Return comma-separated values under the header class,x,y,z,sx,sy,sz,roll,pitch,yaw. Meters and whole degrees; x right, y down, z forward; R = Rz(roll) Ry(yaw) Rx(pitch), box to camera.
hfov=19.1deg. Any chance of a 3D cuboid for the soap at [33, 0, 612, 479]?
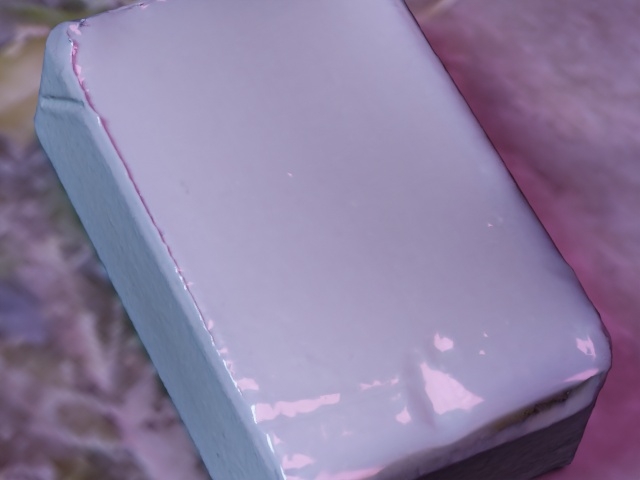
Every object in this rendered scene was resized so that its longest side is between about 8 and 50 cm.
class,x,y,z,sx,sy,sz,roll,pitch,yaw
soap,0.000,0.000,0.599,0.121,0.064,0.183,-19,65,-22
